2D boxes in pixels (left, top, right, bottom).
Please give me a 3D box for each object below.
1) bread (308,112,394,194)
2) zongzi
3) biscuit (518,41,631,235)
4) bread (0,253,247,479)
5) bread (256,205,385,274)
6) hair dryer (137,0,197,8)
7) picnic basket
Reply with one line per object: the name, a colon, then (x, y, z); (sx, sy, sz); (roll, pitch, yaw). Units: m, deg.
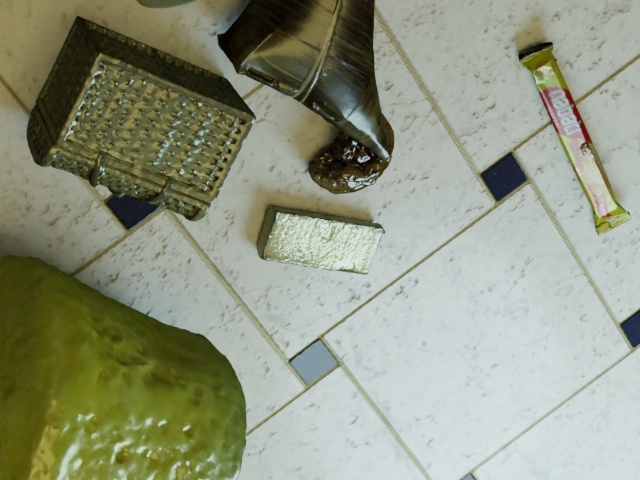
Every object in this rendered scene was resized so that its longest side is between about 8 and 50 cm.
bread: (0.045, -0.101, 1.826); (0.082, 0.060, 0.113); (24, 103, -26)
zongzi: (0.047, -0.245, 1.721); (0.241, 0.111, 0.248); (31, 99, -26)
biscuit: (0.317, -0.125, 1.940); (0.048, 0.026, 0.292); (-23, 122, 13)
bread: (-0.271, 0.204, 1.703); (0.307, 0.348, 0.348); (14, 109, -36)
bread: (0.000, 0.000, 1.876); (0.153, 0.028, 0.068); (8, 112, -25)
hair dryer: (-0.273, -0.308, 1.580); (0.362, 0.128, 0.203); (-21, 122, -2)
picnic basket: (-0.199, -0.122, 1.679); (0.196, 0.134, 0.154); (20, 107, -29)
